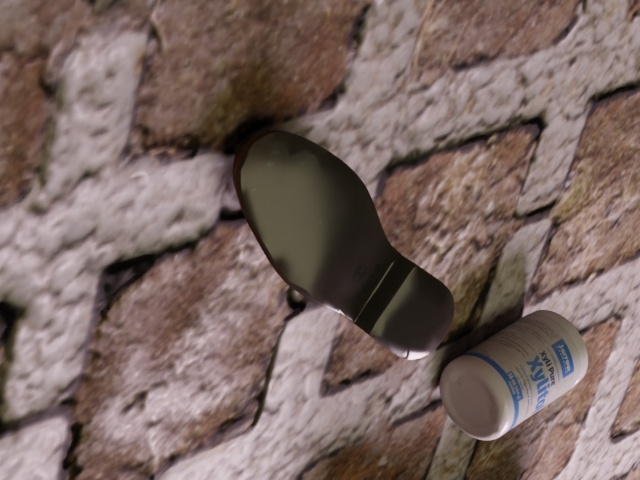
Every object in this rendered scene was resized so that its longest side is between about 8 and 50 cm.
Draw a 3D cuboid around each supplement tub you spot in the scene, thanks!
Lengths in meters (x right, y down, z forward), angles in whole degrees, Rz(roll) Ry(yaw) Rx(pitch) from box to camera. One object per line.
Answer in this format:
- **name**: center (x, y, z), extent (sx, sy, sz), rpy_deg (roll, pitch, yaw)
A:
- **supplement tub**: center (0.151, 0.105, 1.463), extent (0.107, 0.071, 0.071), rpy_deg (-28, 140, -38)

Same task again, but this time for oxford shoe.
- **oxford shoe**: center (0.000, 0.000, 1.157), extent (0.076, 0.076, 0.212), rpy_deg (-48, 133, -8)
